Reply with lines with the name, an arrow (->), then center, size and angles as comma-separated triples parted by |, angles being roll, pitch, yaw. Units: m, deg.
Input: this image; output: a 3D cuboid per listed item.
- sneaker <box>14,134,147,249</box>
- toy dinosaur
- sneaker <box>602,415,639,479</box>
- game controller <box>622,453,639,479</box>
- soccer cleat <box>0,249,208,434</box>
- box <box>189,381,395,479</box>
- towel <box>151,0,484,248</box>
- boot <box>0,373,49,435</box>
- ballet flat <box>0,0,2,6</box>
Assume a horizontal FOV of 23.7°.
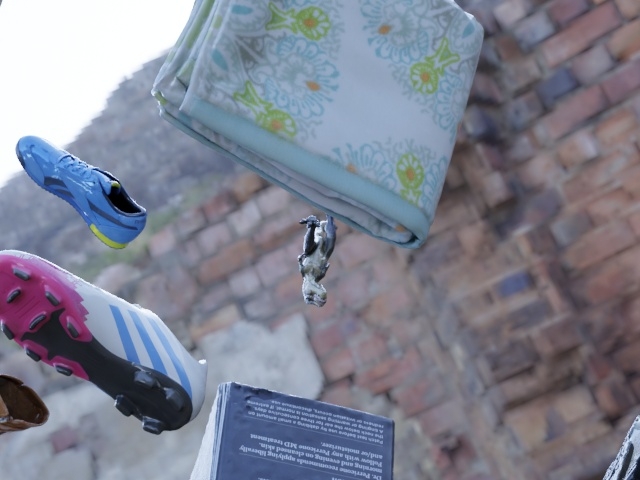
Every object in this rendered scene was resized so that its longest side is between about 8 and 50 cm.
sneaker -> -0.318, -0.082, 2.058 | 0.082, 0.209, 0.069 | -49, -2, 40
toy dinosaur -> 0.000, 0.000, 2.505 | 0.064, 0.268, 0.118 | 8, -57, 6
sneaker -> 0.532, 0.335, 2.237 | 0.158, 0.182, 0.410 | -65, -16, 18
game controller -> 0.443, 0.289, 1.764 | 0.067, 0.166, 0.319 | -12, -39, -39
soccer cleat -> -0.287, 0.118, 1.966 | 0.116, 0.331, 0.143 | -46, 9, 29
box -> -0.088, 0.565, 2.345 | 0.297, 0.472, 0.480 | 14, -48, -7
towel -> 0.012, -0.206, 1.783 | 0.374, 0.321, 0.090 | 29, -24, -23
boot -> -0.409, 0.161, 1.696 | 0.152, 0.073, 0.197 | -7, -29, 44
ballet flat -> -0.401, -0.332, 1.741 | 0.124, 0.116, 0.342 | -8, -58, -53
